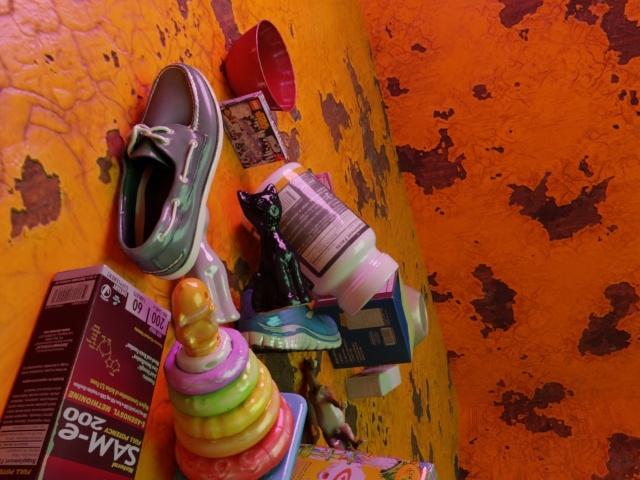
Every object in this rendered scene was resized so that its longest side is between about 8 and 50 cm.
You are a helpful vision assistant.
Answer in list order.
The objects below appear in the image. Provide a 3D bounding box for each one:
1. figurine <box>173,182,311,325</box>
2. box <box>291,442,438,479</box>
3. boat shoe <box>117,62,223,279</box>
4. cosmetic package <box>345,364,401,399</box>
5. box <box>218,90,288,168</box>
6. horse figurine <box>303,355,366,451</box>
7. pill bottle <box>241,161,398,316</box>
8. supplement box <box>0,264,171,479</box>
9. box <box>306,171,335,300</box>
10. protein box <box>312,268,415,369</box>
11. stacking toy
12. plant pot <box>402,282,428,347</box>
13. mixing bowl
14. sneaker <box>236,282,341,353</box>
[{"bbox_3d":[-0.133,0.017,0.831,0.214,0.092,0.210,-8,82,-37],"label":"figurine"},{"bbox_3d":[-0.011,0.434,0.690,0.290,0.279,0.177,-40,119,-52],"label":"box"},{"bbox_3d":[-0.208,-0.112,0.726,0.099,0.116,0.320,42,47,-66],"label":"boat shoe"},{"bbox_3d":[0.155,0.398,1.530,0.239,0.098,0.061,17,66,-69],"label":"cosmetic package"},{"bbox_3d":[-0.129,-0.206,1.024,0.027,0.093,0.137,-77,150,-49],"label":"box"},{"bbox_3d":[0.032,0.373,1.117,0.263,0.066,0.174,63,-18,-1],"label":"horse figurine"},{"bbox_3d":[0.000,0.000,1.004,0.278,0.162,0.162,43,20,6],"label":"pill bottle"},{"bbox_3d":[-0.242,0.161,0.562,0.130,0.073,0.240,55,32,-52],"label":"supplement box"},{"bbox_3d":[-0.023,-0.006,1.175,0.122,0.128,0.257,-47,126,-66],"label":"box"},{"bbox_3d":[0.114,0.197,1.352,0.136,0.201,0.200,-65,141,-58],"label":"protein box"},{"bbox_3d":[-0.131,0.173,0.674,0.175,0.165,0.302,-73,156,-54],"label":"stacking toy"},{"bbox_3d":[0.225,0.240,1.666,0.284,0.190,0.284,-9,90,-71],"label":"plant pot"},{"bbox_3d":[-0.127,-0.336,1.082,0.181,0.098,0.182,-11,90,-71],"label":"mixing bowl"},{"bbox_3d":[-0.050,0.141,1.032,0.330,0.129,0.147,28,58,-66],"label":"sneaker"}]
